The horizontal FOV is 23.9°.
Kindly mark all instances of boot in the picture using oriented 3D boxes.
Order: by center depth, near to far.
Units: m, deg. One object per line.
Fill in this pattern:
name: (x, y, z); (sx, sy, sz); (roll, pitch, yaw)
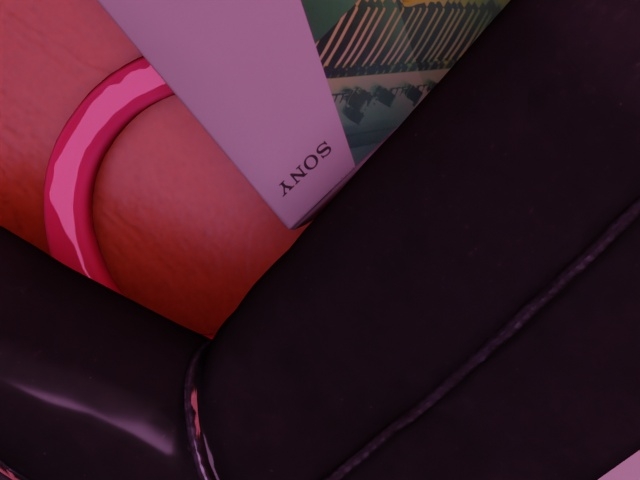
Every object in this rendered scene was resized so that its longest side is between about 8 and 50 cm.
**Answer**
boot: (0.002, 0.001, 0.744); (0.367, 0.146, 0.445); (44, 120, -5)

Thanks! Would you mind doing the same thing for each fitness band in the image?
fitness band: (-0.023, -0.030, 0.921); (0.290, 0.054, 0.209); (-16, 96, 2)

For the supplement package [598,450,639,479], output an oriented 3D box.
supplement package: (0.155, 0.082, 0.892); (0.139, 0.134, 0.244); (22, 98, -3)

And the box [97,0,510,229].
box: (-0.035, -0.198, 0.811); (0.322, 0.058, 0.232); (49, 119, 3)
